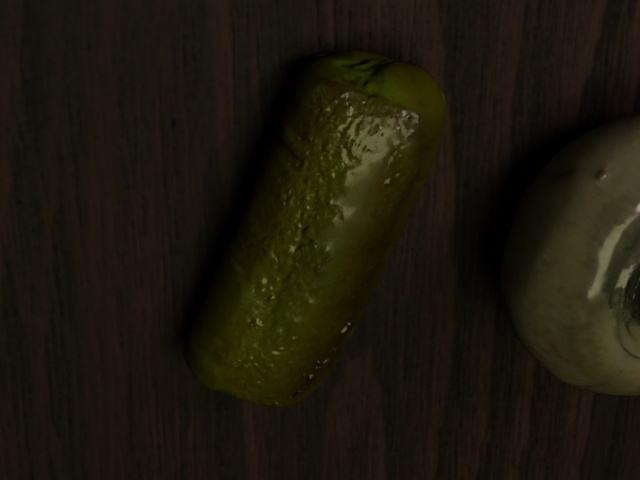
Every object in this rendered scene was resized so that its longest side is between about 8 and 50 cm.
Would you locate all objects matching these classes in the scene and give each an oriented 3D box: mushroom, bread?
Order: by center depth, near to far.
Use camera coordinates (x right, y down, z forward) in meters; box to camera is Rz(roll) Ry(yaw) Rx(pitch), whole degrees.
[{"bbox_3d":[0.000,0.000,1.733,0.166,0.112,0.383,7,119,-35],"label":"bread"},{"bbox_3d":[0.331,0.007,1.857,0.315,0.315,0.356,-35,165,-4],"label":"mushroom"}]
